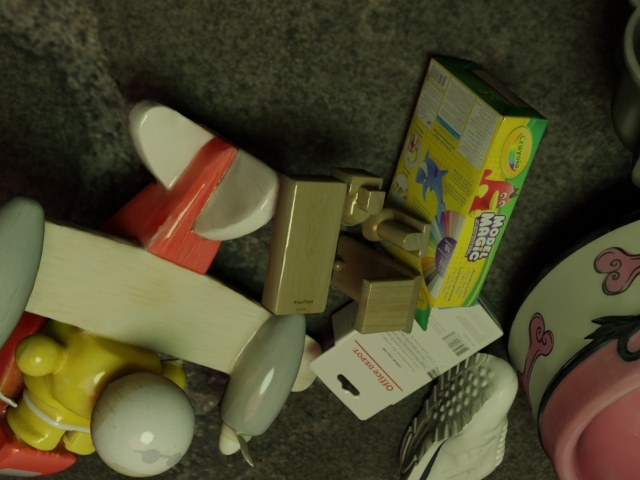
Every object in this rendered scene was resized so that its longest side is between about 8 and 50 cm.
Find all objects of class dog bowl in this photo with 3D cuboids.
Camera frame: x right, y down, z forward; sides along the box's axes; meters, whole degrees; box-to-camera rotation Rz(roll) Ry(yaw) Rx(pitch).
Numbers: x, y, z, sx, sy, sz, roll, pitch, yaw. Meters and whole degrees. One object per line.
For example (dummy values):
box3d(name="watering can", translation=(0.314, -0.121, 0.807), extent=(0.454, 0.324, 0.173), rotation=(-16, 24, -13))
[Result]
box3d(name="dog bowl", translation=(0.390, 0.146, 0.841), extent=(0.408, 0.150, 0.407), rotation=(3, 135, 3))

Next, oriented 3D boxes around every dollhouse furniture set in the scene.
box3d(name="dollhouse furniture set", translation=(0.000, 0.000, 0.797), extent=(0.151, 0.123, 0.144), rotation=(-1, 109, -34))

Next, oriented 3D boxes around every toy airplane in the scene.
box3d(name="toy airplane", translation=(-0.161, 0.074, 0.787), extent=(0.386, 0.272, 0.384), rotation=(-13, 139, -18))

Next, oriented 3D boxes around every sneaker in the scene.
box3d(name="sneaker", translation=(0.165, 0.204, 0.962), extent=(0.095, 0.090, 0.235), rotation=(17, 138, -9))

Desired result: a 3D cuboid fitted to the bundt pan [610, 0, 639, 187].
box3d(name="bundt pan", translation=(0.377, -0.103, 0.688), extent=(0.331, 0.330, 0.124), rotation=(4, 153, -2))

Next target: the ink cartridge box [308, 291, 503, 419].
box3d(name="ink cartridge box", translation=(0.084, 0.097, 0.921), extent=(0.180, 0.060, 0.104), rotation=(-35, 114, 15))

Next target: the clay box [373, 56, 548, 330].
box3d(name="clay box", translation=(0.117, -0.039, 0.807), extent=(0.053, 0.127, 0.222), rotation=(-1, 124, -25))
